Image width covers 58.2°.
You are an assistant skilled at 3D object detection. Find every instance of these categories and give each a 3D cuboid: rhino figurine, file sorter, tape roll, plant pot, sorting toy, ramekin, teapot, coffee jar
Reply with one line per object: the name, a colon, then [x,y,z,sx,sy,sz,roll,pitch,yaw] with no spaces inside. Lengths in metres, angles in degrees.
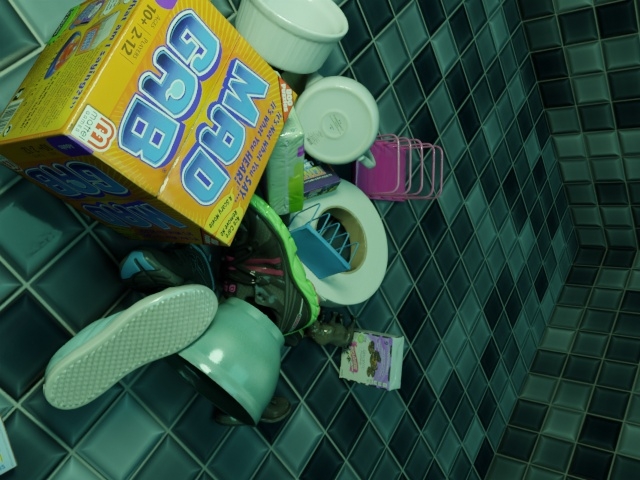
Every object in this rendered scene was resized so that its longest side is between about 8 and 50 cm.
rhino figurine: [0.019,0.269,1.758,0.243,0.073,0.106,16,77,-46]
file sorter: [0.265,-0.237,1.922,0.291,0.182,0.201,0,92,-48]
file sorter: [0.000,0.000,1.531,0.170,0.118,0.104,45,48,-22]
tape roll: [0.041,0.006,1.691,0.392,0.072,0.391,13,70,-38]
plant pot: [-0.205,0.256,1.320,0.196,0.293,0.293,-51,128,-25]
sorting toy: [-0.065,-0.448,1.640,0.132,0.046,0.274,-49,127,-35]
ramekin: [-0.081,-0.550,1.460,0.278,0.135,0.277,19,42,-18]
teapot: [0.052,-0.338,1.600,0.187,0.253,0.255,-72,173,-65]
coffee jar: [-0.069,0.208,1.636,0.096,0.079,0.184,53,49,-29]

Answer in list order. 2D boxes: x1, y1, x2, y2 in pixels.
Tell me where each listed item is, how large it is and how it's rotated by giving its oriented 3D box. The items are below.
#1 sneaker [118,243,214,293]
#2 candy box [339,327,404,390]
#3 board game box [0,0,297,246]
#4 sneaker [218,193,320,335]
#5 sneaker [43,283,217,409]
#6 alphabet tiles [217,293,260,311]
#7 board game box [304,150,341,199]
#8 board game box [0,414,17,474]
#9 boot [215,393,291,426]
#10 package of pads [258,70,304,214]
sneaker: [-0.331,0.057,1.274,0.341,0.125,0.139,60,34,-70]
candy box: [0.161,0.373,1.828,0.070,0.196,0.164,6,88,-49]
board game box: [-0.336,-0.230,1.111,0.356,0.357,0.356,39,64,-42]
sneaker: [-0.168,0.054,1.424,0.202,0.185,0.482,-35,112,-19]
sneaker: [-0.392,0.182,1.171,0.366,0.150,0.135,-29,120,-18]
alphabet tiles: [-0.201,0.224,1.555,0.237,0.009,0.198,49,58,-38]
board game box: [-0.046,-0.186,1.607,0.170,0.048,0.141,-23,67,-40]
board game box: [-0.659,0.320,1.029,0.145,0.027,0.281,-24,110,-47]
boot: [-0.168,0.365,1.532,0.263,0.091,0.228,7,90,-46]
package of pads: [-0.117,-0.231,1.388,0.101,0.229,0.296,-15,149,-13]
